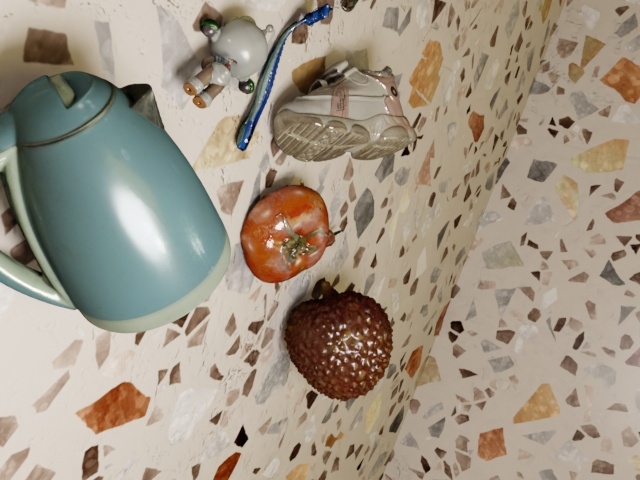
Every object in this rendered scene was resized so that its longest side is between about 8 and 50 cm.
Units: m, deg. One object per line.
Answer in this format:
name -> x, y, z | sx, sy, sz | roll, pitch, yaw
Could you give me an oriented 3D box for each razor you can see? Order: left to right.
razor -> -0.089, -0.321, 1.342 | 0.056, 0.093, 0.324 | 32, 84, -23

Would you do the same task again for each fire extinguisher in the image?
fire extinguisher -> 0.000, 0.000, 1.724 | 0.177, 0.062, 0.050 | -26, 91, -61

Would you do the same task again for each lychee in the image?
lychee -> 0.046, 0.250, 1.753 | 0.276, 0.276, 0.304 | 5, 67, -62

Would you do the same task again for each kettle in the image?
kettle -> -0.324, -0.051, 0.938 | 0.320, 0.247, 0.342 | -31, 134, -12

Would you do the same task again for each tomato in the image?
tomato -> -0.065, -0.002, 1.520 | 0.237, 0.095, 0.236 | -28, 138, -29

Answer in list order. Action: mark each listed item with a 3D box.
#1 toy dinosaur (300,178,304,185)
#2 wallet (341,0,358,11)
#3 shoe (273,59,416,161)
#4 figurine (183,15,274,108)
toy dinosaur -> -0.062, -0.059, 1.590 | 0.106, 0.044, 0.187 | -44, 161, -12
wallet -> 0.109, -0.590, 1.351 | 0.317, 0.044, 0.169 | 120, -5, -76
shoe -> 0.039, -0.282, 1.500 | 0.351, 0.172, 0.198 | -2, 75, -42
figurine -> -0.160, -0.304, 1.178 | 0.197, 0.094, 0.147 | -48, 126, -21
